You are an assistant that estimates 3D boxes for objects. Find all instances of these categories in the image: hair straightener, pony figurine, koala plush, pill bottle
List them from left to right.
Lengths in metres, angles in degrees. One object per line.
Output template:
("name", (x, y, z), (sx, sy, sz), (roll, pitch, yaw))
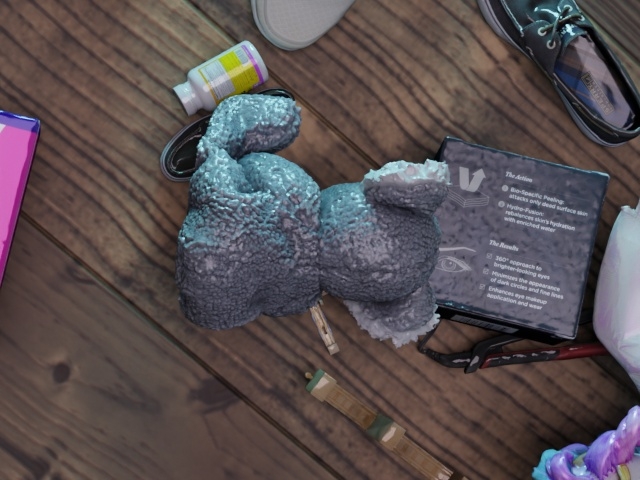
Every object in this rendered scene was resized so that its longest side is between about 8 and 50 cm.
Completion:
("pill bottle", (-0.093, -0.147, 1.329), (0.083, 0.043, 0.043), (-30, 96, -7))
("koala plush", (0.000, 0.000, 1.230), (0.221, 0.203, 0.196), (9, 115, 4))
("hair straightener", (0.206, 0.077, 1.397), (0.230, 0.047, 0.089), (-8, 79, -4))
("pony figurine", (0.373, 0.160, 1.297), (0.363, 0.303, 0.351), (13, 109, -37))

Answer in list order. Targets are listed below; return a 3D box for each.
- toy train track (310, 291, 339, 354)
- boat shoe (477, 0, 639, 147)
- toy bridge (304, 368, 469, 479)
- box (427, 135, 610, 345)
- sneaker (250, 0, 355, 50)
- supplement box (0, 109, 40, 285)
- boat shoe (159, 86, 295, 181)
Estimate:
("toy train track", (-0.003, 0.069, 1.367), (0.048, 0.014, 0.083), (-25, 96, -8))
("boat shoe", (0.232, -0.184, 1.369), (0.080, 0.076, 0.228), (-36, 97, -7))
("toy bridge", (0.059, 0.179, 1.356), (0.188, 0.063, 0.026), (38, 85, -10))
("box", (0.168, 0.003, 1.335), (0.156, 0.093, 0.158), (14, 82, 0))
("sneaker", (0.032, -0.290, 1.278), (0.110, 0.118, 0.292), (28, 112, -19))
("supplement box", (-0.324, -0.009, 1.259), (0.111, 0.114, 0.220), (15, 88, -11))
("boat shoe", (-0.086, -0.101, 1.333), (0.142, 0.040, 0.049), (-32, 97, -8))
